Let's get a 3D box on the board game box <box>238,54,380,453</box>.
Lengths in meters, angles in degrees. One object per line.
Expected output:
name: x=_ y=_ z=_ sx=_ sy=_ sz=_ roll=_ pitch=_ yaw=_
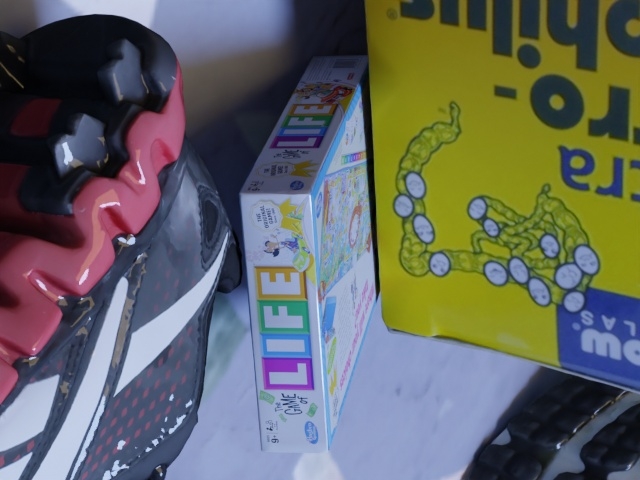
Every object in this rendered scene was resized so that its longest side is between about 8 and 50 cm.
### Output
board game box: x=0.000 y=0.000 z=0.704 sx=0.154 sy=0.026 sz=0.103 roll=-67 pitch=155 yaw=-65

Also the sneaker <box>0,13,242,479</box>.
sneaker: x=-0.112 y=0.063 z=0.578 sx=0.276 sy=0.097 sz=0.135 roll=-58 pitch=137 yaw=-25

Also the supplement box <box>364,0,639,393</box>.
supplement box: x=0.192 y=-0.100 z=0.806 sx=0.356 sy=0.194 sz=0.195 roll=-40 pitch=134 yaw=-47

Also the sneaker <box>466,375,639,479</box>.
sneaker: x=0.211 y=0.135 z=0.996 sx=0.410 sy=0.158 sz=0.182 roll=-46 pitch=142 yaw=-31
